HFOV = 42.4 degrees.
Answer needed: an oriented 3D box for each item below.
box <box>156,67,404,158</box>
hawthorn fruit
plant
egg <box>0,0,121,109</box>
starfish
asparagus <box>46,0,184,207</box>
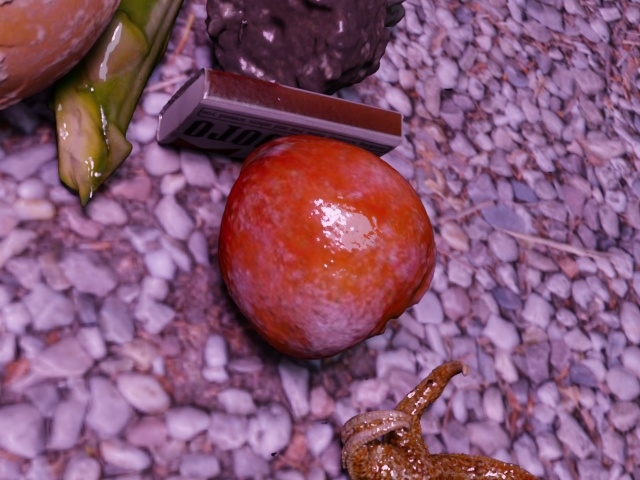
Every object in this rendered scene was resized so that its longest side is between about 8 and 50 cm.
[{"bbox_3d":[-0.035,-0.093,0.691,0.178,0.115,0.035,8,77,-27],"label":"box"},{"bbox_3d":[0.000,0.000,0.638,0.173,0.173,0.172,13,62,-25],"label":"hawthorn fruit"},{"bbox_3d":[0.006,-0.223,0.766,0.274,0.149,0.146,-56,144,-52],"label":"plant"},{"bbox_3d":[-0.248,-0.180,0.556,0.233,0.195,0.194,-5,70,-22],"label":"egg"},{"bbox_3d":[0.101,0.200,0.656,0.146,0.074,0.189,-15,76,-34],"label":"starfish"},{"bbox_3d":[-0.157,-0.181,0.688,0.085,0.082,0.343,54,43,-45],"label":"asparagus"}]
